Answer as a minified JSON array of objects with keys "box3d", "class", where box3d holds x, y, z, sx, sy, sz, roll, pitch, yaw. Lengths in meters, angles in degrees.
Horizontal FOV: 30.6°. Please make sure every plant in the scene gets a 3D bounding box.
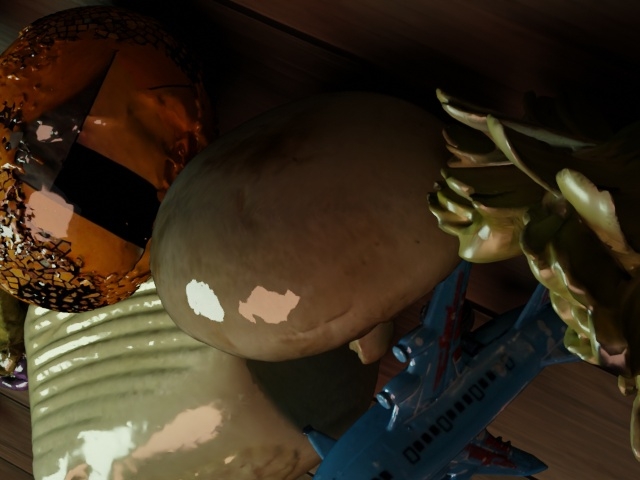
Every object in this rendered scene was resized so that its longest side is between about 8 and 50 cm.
[{"box3d":[0.227,0.002,0.642,0.296,0.306,0.261,-15,95,14],"class":"plant"}]

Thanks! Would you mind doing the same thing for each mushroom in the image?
[{"box3d":[0.000,0.000,0.773,0.226,0.226,0.178,-8,109,42],"class":"mushroom"}]

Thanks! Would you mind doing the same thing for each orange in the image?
[{"box3d":[-0.181,-0.063,0.882,0.182,0.234,0.234,18,145,-14],"class":"orange"}]

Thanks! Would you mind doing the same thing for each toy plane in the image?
[{"box3d":[0.094,0.116,0.865,0.105,0.271,0.254,45,160,49],"class":"toy plane"}]

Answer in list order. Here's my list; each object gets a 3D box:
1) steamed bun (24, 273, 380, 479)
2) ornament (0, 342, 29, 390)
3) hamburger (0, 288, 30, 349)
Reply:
[{"box3d":[-0.086,0.124,1.020,0.290,0.274,0.272,-30,137,34],"class":"steamed bun"},{"box3d":[-0.353,0.122,1.340,0.203,0.081,0.088,32,144,0],"class":"ornament"},{"box3d":[-0.355,-0.016,1.148,0.284,0.134,0.266,20,147,27],"class":"hamburger"}]
